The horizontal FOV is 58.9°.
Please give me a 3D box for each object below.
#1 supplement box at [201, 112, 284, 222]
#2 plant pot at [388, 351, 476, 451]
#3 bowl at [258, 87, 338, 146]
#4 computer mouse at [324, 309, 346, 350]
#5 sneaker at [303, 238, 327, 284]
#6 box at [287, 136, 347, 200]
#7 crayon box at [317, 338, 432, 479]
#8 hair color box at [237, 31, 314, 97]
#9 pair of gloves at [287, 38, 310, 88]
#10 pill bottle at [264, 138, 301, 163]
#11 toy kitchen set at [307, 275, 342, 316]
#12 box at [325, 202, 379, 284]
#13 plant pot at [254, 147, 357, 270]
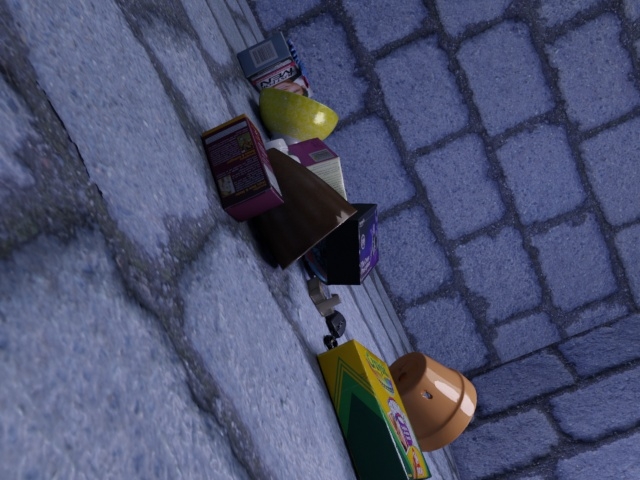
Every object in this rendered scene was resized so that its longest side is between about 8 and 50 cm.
[{"bbox_3d":[-0.158,-0.146,1.148,0.081,0.104,0.188,47,21,-66],"label":"supplement box"},{"bbox_3d":[0.326,0.503,1.842,0.203,0.291,0.291,45,15,-17],"label":"plant pot"},{"bbox_3d":[-0.094,-0.400,1.974,0.289,0.290,0.155,21,87,-78],"label":"bowl"},{"bbox_3d":[0.042,0.241,1.523,0.242,0.041,0.071,-72,138,-77],"label":"computer mouse"},{"bbox_3d":[0.000,0.000,1.644,0.261,0.125,0.104,68,9,15],"label":"sneaker"},{"bbox_3d":[-0.006,-0.173,1.802,0.213,0.117,0.242,-125,-160,-59],"label":"box"},{"bbox_3d":[0.139,0.429,1.360,0.363,0.106,0.313,49,18,-63],"label":"crayon box"},{"bbox_3d":[-0.167,-0.649,2.233,0.374,0.186,0.113,30,37,-76],"label":"hair color box"},{"bbox_3d":[-0.078,-0.668,2.129,0.159,0.023,0.198,-97,164,-58],"label":"pair of gloves"},{"bbox_3d":[-0.093,-0.148,1.489,0.221,0.124,0.124,65,8,1],"label":"pill bottle"},{"bbox_3d":[0.016,0.145,1.529,0.075,0.068,0.083,-102,165,-56],"label":"toy kitchen set"},{"bbox_3d":[0.094,0.003,1.615,0.261,0.103,0.184,-39,126,-69],"label":"box"},{"bbox_3d":[-0.072,-0.088,1.279,0.230,0.215,0.215,51,8,1],"label":"plant pot"}]
